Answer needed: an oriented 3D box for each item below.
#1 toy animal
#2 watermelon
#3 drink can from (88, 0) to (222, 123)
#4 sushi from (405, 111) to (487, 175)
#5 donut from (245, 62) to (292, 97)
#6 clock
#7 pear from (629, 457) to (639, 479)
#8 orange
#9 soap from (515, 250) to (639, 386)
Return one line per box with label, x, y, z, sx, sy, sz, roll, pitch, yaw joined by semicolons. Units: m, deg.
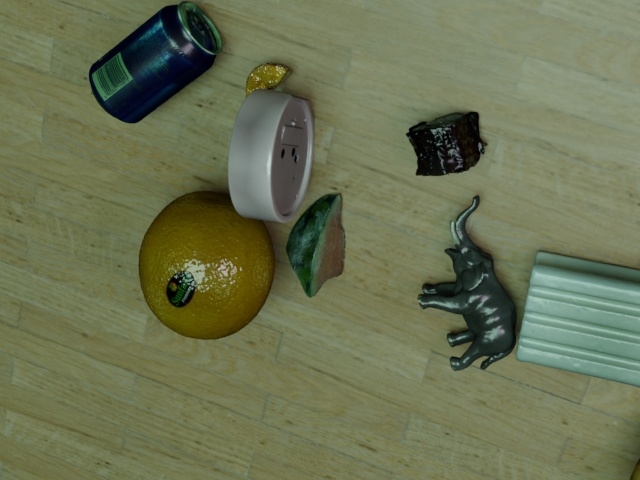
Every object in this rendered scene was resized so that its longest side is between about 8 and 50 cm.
toy animal;0.220;0.074;1.489;0.137;0.082;0.270;-16;99;19
watermelon;-0.007;-0.004;1.554;0.101;0.080;0.155;33;124;44
drink can;-0.257;-0.276;1.497;0.205;0.118;0.118;-30;98;25
sushi;0.183;-0.140;1.426;0.094;0.098;0.084;-6;104;39
donut;-0.080;-0.239;1.497;0.067;0.038;0.083;12;117;11
clock;-0.071;-0.126;1.445;0.068;0.197;0.197;8;111;16
pear;0.583;0.393;1.387;0.280;0.281;0.281;6;110;16
orange;-0.179;0.038;1.531;0.236;0.236;0.236;6;110;16
soap;0.436;0.122;1.428;0.265;0.087;0.160;11;112;15
